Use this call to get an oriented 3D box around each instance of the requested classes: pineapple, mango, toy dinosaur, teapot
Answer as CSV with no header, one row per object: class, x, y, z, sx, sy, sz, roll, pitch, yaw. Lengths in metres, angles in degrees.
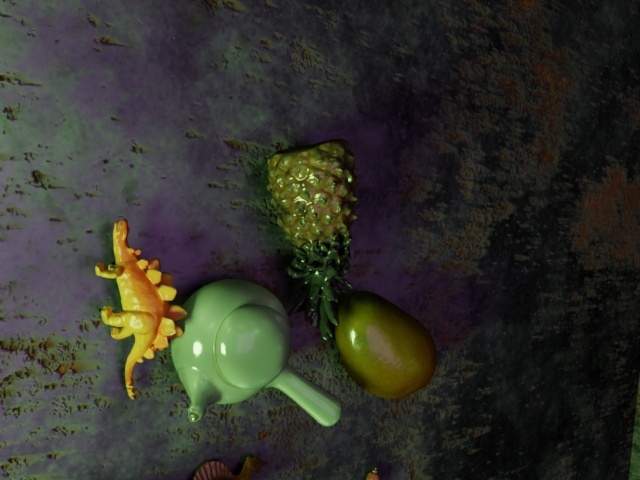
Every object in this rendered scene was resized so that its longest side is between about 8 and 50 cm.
pineapple,0.000,0.000,1.098,0.169,0.169,0.340,-15,103,-37
mango,0.122,0.215,1.245,0.255,0.139,0.175,34,62,-28
toy dinosaur,-0.260,0.107,0.941,0.117,0.070,0.288,-5,103,-1
teapot,-0.093,0.186,1.057,0.318,0.149,0.219,15,87,-38
toy dinosaur,-0.188,0.434,1.074,0.212,0.057,0.142,24,69,-39

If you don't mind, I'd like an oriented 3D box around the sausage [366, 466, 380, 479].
sausage,0.098,0.606,1.337,0.034,0.034,0.253,7,90,-39
